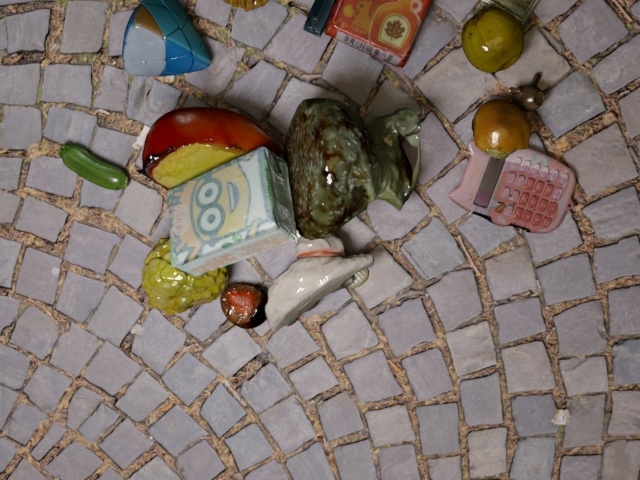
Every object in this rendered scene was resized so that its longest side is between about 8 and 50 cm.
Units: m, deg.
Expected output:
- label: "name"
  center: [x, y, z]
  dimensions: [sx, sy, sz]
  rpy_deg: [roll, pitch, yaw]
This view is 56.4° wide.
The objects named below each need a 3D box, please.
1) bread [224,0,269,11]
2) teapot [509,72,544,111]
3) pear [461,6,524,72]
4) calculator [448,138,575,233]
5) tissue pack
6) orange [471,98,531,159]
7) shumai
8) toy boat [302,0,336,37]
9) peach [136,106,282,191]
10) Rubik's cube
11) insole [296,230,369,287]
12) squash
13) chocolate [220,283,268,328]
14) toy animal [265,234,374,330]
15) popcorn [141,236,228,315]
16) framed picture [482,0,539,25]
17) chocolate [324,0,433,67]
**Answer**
- label: "bread"
  center: [-0.199, -0.730, 1.544]
  dimensions: [0.240, 0.139, 0.239]
  rpy_deg: [0, 95, 4]
- label: "teapot"
  center: [0.547, -0.394, 1.560]
  dimensions: [0.085, 0.080, 0.110]
  rpy_deg: [33, 86, -29]
- label: "pear"
  center: [0.436, -0.509, 1.517]
  dimensions: [0.149, 0.149, 0.162]
  rpy_deg: [-34, 90, 8]
- label: "calculator"
  center: [0.524, -0.142, 1.613]
  dimensions: [0.330, 0.048, 0.219]
  rpy_deg: [19, 98, 0]
- label: "tissue pack"
  center: [-0.225, -0.067, 1.476]
  dimensions: [0.311, 0.128, 0.227]
  rpy_deg: [-20, 62, 21]
- label: "orange"
  center: [0.465, -0.298, 1.541]
  dimensions: [0.170, 0.112, 0.160]
  rpy_deg: [35, 65, 29]
- label: "shumai"
  center: [0.089, -0.177, 1.527]
  dimensions: [0.349, 0.395, 0.394]
  rpy_deg: [3, 99, -22]
- label: "toy boat"
  center: [0.005, -0.615, 1.585]
  dimensions: [0.055, 0.060, 0.141]
  rpy_deg: [25, 92, 2]
- label: "peach"
  center: [-0.285, -0.254, 1.563]
  dimensions: [0.362, 0.257, 0.201]
  rpy_deg: [-10, 62, 2]
- label: "Rubik's cube"
  center: [-0.424, -0.565, 1.547]
  dimensions: [0.255, 0.254, 0.254]
  rpy_deg: [1, 98, 5]
- label: "insole"
  center: [0.000, 0.000, 1.693]
  dimensions: [0.119, 0.009, 0.348]
  rpy_deg: [-44, 92, 9]
- label: "squash"
  center: [-0.644, -0.205, 1.690]
  dimensions: [0.219, 0.068, 0.077]
  rpy_deg: [30, 115, 0]
- label: "chocolate"
  center: [-0.216, 0.179, 1.683]
  dimensions: [0.133, 0.124, 0.127]
  rpy_deg: [42, 134, 24]
- label: "toy animal"
  center: [-0.050, 0.099, 1.640]
  dimensions: [0.266, 0.308, 0.188]
  rpy_deg: [-30, 78, -34]
- label: "popcorn"
  center: [-0.383, 0.090, 1.644]
  dimensions: [0.259, 0.259, 0.212]
  rpy_deg: [-12, 82, 6]
- label: "framed picture"
  center: [0.474, -0.720, 1.549]
  dimensions: [0.274, 0.017, 0.217]
  rpy_deg: [30, 99, 1]
- label: "chocolate"
  center: [0.159, -0.601, 1.537]
  dimensions: [0.238, 0.108, 0.234]
  rpy_deg: [24, 101, -4]
